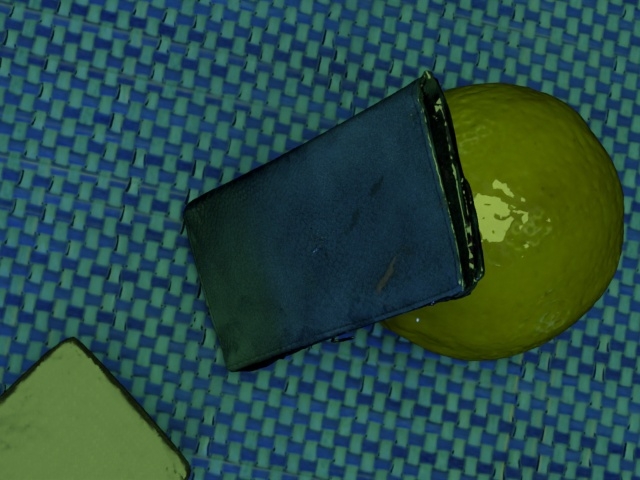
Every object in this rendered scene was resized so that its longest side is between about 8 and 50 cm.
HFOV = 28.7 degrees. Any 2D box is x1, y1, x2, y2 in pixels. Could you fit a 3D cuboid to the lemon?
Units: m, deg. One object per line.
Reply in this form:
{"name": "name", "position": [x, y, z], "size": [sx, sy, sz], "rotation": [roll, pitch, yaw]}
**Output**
{"name": "lemon", "position": [0.157, -0.018, 1.218], "size": [0.293, 0.293, 0.293], "rotation": [1, 83, -9]}

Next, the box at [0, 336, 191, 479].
{"name": "box", "position": [-0.280, 0.243, 1.182], "size": [0.273, 0.143, 0.184], "rotation": [-43, 91, -12]}

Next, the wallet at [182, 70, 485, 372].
{"name": "wallet", "position": [0.000, 0.000, 1.155], "size": [0.046, 0.379, 0.190], "rotation": [-7, 79, -39]}
